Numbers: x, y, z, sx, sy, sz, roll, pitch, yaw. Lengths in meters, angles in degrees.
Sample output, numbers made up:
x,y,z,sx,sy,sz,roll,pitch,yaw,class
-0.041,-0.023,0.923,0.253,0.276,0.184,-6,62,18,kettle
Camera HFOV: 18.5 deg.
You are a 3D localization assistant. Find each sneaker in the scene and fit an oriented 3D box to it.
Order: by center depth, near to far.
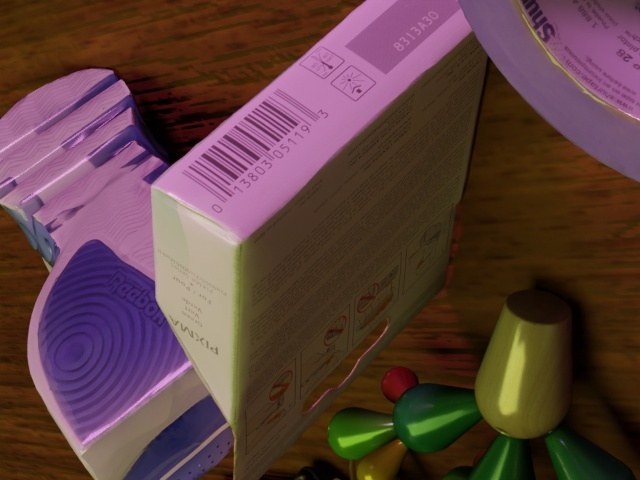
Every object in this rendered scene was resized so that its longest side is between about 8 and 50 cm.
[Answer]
x,y,z,sx,sy,sz,roll,pitch,yaw,class
-0.079,0.042,1.100,0.182,0.127,0.315,54,-176,-36,sneaker

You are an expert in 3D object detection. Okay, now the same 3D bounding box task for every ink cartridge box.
x,y,z,sx,sy,sz,roll,pitch,yaw,class
0.000,0.000,0.925,0.056,0.181,0.224,36,150,19,ink cartridge box

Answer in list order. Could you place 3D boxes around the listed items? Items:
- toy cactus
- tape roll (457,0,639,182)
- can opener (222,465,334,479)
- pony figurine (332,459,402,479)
x,y,z,sx,sy,sz,roll,pitch,yaw,class
0.108,0.109,1.020,0.219,0.112,0.180,30,127,34,toy cactus
0.137,-0.111,0.714,0.189,0.080,0.189,33,146,25,tape roll
-0.035,0.188,1.318,0.186,0.059,0.073,-6,121,55,can opener
0.065,0.336,1.138,0.363,0.303,0.351,-120,29,-57,pony figurine
